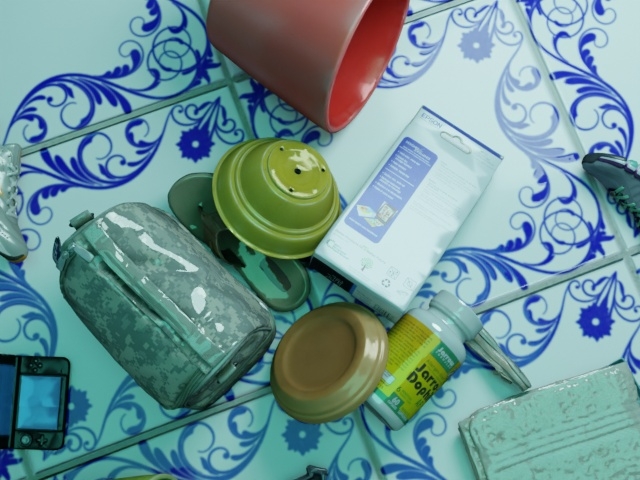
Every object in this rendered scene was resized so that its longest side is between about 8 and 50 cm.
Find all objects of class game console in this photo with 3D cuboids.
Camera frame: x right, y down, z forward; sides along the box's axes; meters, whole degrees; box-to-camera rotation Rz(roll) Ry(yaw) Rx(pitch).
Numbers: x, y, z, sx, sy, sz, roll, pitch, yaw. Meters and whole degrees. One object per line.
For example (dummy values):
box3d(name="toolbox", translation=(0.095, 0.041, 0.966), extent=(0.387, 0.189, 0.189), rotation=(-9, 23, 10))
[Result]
box3d(name="game console", translation=(-0.452, 0.243, 1.435), extent=(0.124, 0.085, 0.143), rotation=(2, 80, -1))

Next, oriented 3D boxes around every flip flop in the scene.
box3d(name="flip flop", translation=(-0.126, 0.001, 1.483), extent=(0.112, 0.080, 0.277), rotation=(-42, 86, 9))

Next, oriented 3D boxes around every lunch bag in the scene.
box3d(name="lunch bag", translation=(-0.227, 0.092, 1.383), extent=(0.305, 0.256, 0.212), rotation=(44, 81, 7))

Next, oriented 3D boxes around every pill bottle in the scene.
box3d(name="pill bottle", translation=(0.145, 0.177, 1.446), extent=(0.117, 0.117, 0.208), rotation=(44, 81, 7))

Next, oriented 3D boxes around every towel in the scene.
box3d(name="towel", translation=(0.366, 0.315, 1.455), extent=(0.282, 0.049, 0.187), rotation=(-18, 81, 0))

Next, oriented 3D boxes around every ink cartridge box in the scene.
box3d(name="ink cartridge box", translation=(0.139, -0.046, 1.491), extent=(0.165, 0.065, 0.332), rotation=(35, 65, 6))

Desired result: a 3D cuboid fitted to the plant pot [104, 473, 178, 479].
box3d(name="plant pot", translation=(-0.361, 0.459, 1.327), extent=(0.294, 0.275, 0.274), rotation=(-1, 79, 15))

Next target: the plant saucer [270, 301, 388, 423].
box3d(name="plant saucer", translation=(0.006, 0.175, 1.424), extent=(0.200, 0.037, 0.199), rotation=(-19, 48, 23))

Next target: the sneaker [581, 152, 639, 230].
box3d(name="sneaker", translation=(0.513, -0.061, 1.521), extent=(0.224, 0.083, 0.098), rotation=(25, 84, 3))

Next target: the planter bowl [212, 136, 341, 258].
box3d(name="planter bowl", translation=(-0.049, -0.087, 1.461), extent=(0.217, 0.090, 0.217), rotation=(12, 59, -21))

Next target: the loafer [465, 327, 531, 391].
box3d(name="loafer", translation=(0.276, 0.190, 1.489), extent=(0.039, 0.045, 0.125), rotation=(-42, 76, 9))

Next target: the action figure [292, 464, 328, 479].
box3d(name="action figure", translation=(-0.048, 0.488, 1.300), extent=(0.330, 0.178, 0.341), rotation=(-2, 78, -19))

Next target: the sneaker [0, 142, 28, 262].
box3d(name="sneaker", translation=(-0.510, -0.092, 1.495), extent=(0.121, 0.099, 0.262), rotation=(-29, 82, -11))

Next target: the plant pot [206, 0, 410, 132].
box3d(name="plant pot", translation=(-0.025, -0.341, 1.484), extent=(0.243, 0.275, 0.274), rotation=(28, 80, 14))

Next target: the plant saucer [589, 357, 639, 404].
box3d(name="plant saucer", translation=(0.489, 0.282, 1.486), extent=(0.067, 0.018, 0.192), rotation=(-27, 82, -6))

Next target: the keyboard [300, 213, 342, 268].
box3d(name="keyboard", translation=(0.000, 0.000, 1.525), extent=(0.180, 0.023, 0.108), rotation=(20, 80, 3))
